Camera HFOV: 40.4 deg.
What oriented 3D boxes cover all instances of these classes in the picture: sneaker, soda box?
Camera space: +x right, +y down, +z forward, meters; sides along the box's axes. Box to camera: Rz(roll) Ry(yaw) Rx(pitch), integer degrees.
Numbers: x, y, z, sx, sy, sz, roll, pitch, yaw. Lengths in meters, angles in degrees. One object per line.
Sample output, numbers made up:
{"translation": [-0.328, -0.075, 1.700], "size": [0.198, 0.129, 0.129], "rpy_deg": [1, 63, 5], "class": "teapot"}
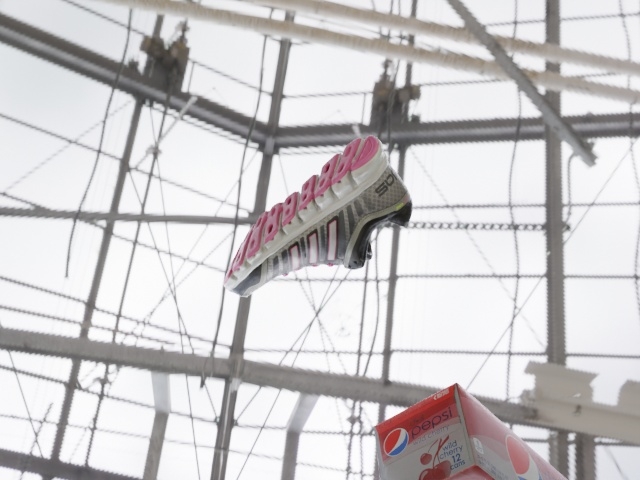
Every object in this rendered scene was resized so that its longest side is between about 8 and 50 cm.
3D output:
{"translation": [0.000, 0.000, 0.646], "size": [0.075, 0.170, 0.063], "rpy_deg": [43, -155, -19], "class": "sneaker"}
{"translation": [0.161, 0.234, 0.766], "size": [0.092, 0.263, 0.083], "rpy_deg": [-32, -143, 21], "class": "soda box"}
